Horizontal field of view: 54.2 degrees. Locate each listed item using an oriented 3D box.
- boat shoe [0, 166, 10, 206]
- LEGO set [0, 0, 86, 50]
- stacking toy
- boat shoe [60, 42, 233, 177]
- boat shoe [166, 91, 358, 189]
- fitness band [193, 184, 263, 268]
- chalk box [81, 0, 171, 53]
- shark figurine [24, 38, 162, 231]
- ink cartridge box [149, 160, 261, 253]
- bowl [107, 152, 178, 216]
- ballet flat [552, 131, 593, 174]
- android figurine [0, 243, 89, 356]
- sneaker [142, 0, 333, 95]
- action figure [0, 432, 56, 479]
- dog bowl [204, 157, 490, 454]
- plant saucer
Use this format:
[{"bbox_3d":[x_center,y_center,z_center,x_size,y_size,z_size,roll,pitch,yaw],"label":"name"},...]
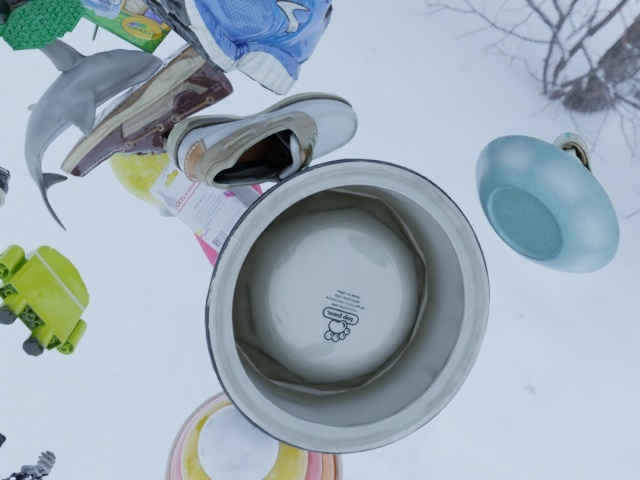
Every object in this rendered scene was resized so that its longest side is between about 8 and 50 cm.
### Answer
[{"bbox_3d":[-0.692,-0.127,1.136,0.233,0.084,0.079,15,55,-25],"label":"boat shoe"},{"bbox_3d":[-0.249,-0.226,0.305,0.331,0.255,0.192,-32,89,-45],"label":"LEGO set"},{"bbox_3d":[-0.132,0.375,1.055,0.350,0.480,0.351,0,65,0],"label":"stacking toy"},{"bbox_3d":[-0.290,-0.188,1.041,0.123,0.342,0.123,47,22,-27],"label":"boat shoe"},{"bbox_3d":[-0.056,-0.131,0.884,0.302,0.113,0.103,-20,47,-32],"label":"boat shoe"},{"bbox_3d":[-0.177,-0.056,1.204,0.054,0.291,0.209,-3,43,22],"label":"fitness band"},{"bbox_3d":[-0.280,-0.419,0.917,0.179,0.289,0.180,24,46,-38],"label":"chalk box"},{"bbox_3d":[-0.335,-0.149,0.835,0.116,0.278,0.166,47,15,30],"label":"shark figurine"},{"bbox_3d":[-0.169,-0.061,1.001,0.181,0.104,0.061,41,29,-4],"label":"ink cartridge box"},{"bbox_3d":[-0.309,-0.139,1.376,0.289,0.289,0.156,-16,107,-34],"label":"bowl"},{"bbox_3d":[0.318,-0.050,0.777,0.052,0.057,0.168,-40,113,-68],"label":"ballet flat"},{"bbox_3d":[-0.575,0.116,1.305,0.248,0.056,0.273,59,12,-25],"label":"android figurine"},{"bbox_3d":[-0.071,-0.245,0.601,0.130,0.147,0.330,42,15,7],"label":"sneaker"},{"bbox_3d":[-0.551,0.408,1.058,0.164,0.141,0.276,-42,115,-56],"label":"action figure"},{"bbox_3d":[0.030,0.086,0.911,0.408,0.150,0.408,-2,98,-17],"label":"dog bowl"},{"bbox_3d":[0.247,-0.030,0.728,0.037,0.195,0.195,-38,81,-20],"label":"plant saucer"}]
